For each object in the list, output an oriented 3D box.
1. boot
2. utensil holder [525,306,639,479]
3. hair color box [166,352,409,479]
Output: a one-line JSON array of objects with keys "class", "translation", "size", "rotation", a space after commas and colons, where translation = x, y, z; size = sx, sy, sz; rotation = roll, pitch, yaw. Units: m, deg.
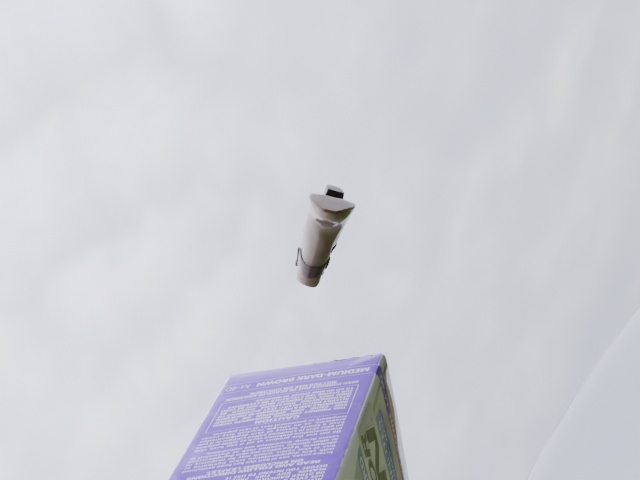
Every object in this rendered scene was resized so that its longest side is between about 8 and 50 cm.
[{"class": "boot", "translation": [0.000, 0.000, 1.646], "size": [0.118, 0.042, 0.087], "rotation": [-65, -7, -78]}, {"class": "utensil holder", "translation": [0.282, 0.179, 0.632], "size": [0.328, 0.385, 0.327], "rotation": [-54, 11, 15]}, {"class": "hair color box", "translation": [-0.016, 0.202, 0.948], "size": [0.339, 0.110, 0.185], "rotation": [-58, -42, -71]}]
